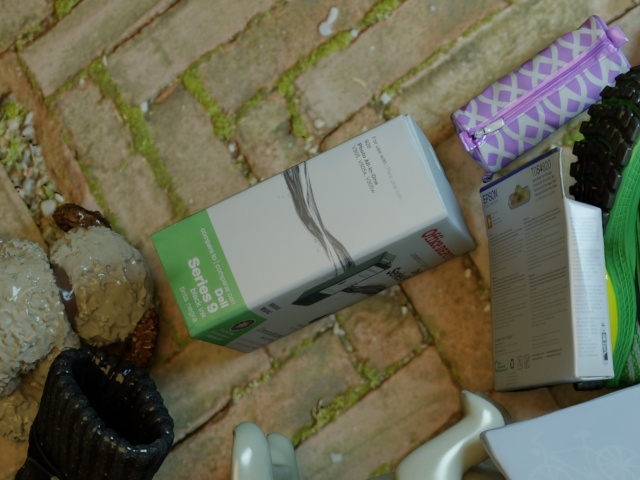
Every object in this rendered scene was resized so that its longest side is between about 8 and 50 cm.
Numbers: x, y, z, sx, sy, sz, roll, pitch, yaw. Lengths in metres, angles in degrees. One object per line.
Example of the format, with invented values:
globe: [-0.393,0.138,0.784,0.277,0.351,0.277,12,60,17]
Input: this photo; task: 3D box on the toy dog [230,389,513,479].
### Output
toy dog: [0.130,0.330,1.420,0.408,0.284,0.395,-3,71,7]

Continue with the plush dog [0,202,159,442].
plush dog: [-0.296,0.065,1.634,0.225,0.210,0.262,-22,78,-18]

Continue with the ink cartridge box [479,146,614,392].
ink cartridge box: [0.224,0.036,1.482,0.045,0.223,0.223,-2,82,-14]

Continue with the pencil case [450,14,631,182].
pencil case: [0.233,-0.155,1.573,0.206,0.088,0.086,-37,74,5]

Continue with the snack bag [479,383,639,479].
snack bag: [0.338,0.267,1.330,0.323,0.037,0.342,-13,53,-30]

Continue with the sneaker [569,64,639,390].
sneaker: [0.327,-0.013,1.474,0.146,0.134,0.343,-2,115,-7]

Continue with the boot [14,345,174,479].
boot: [-0.194,0.302,1.538,0.348,0.131,0.260,38,116,16]

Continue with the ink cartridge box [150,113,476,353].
ink cartridge box: [0.000,0.000,1.541,0.289,0.211,0.121,-25,76,9]
